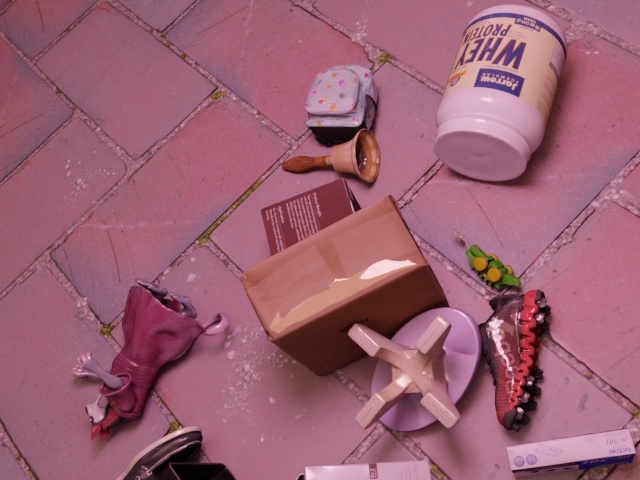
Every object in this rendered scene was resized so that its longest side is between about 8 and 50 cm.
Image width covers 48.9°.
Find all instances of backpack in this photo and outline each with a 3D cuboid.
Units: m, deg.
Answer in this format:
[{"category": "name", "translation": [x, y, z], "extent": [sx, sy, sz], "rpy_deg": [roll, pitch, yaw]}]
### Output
[{"category": "backpack", "translation": [0.054, -0.345, 1.728], "extent": [0.166, 0.144, 0.188], "rpy_deg": [3, 59, 27]}]

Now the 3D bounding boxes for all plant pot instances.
[{"category": "plant pot", "translation": [-0.240, 0.557, 1.360], "extent": [0.167, 0.187, 0.188], "rpy_deg": [-49, 59, 5]}]

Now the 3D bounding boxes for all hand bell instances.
[{"category": "hand bell", "translation": [0.008, -0.193, 1.702], "extent": [0.242, 0.126, 0.126], "rpy_deg": [-2, 63, 31]}]

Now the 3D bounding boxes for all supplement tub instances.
[{"category": "supplement tub", "translation": [0.388, -0.317, 1.536], "extent": [0.236, 0.235, 0.324], "rpy_deg": [12, 69, 24]}]

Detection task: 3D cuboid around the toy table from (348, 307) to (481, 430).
[{"category": "toy table", "translation": [0.175, 0.248, 1.317], "extent": [0.252, 0.161, 0.274], "rpy_deg": [29, 99, 27]}]

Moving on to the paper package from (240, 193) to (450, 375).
[{"category": "paper package", "translation": [0.062, 0.104, 1.396], "extent": [0.325, 0.309, 0.168], "rpy_deg": [-28, 60, 5]}]

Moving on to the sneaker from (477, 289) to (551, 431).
[{"category": "sneaker", "translation": [0.358, 0.224, 1.356], "extent": [0.135, 0.097, 0.275], "rpy_deg": [3, 68, 27]}]

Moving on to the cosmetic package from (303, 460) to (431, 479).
[{"category": "cosmetic package", "translation": [0.086, 0.474, 1.294], "extent": [0.231, 0.085, 0.117], "rpy_deg": [-2, 61, -5]}]

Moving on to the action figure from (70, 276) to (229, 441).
[{"category": "action figure", "translation": [-0.409, 0.283, 1.590], "extent": [0.276, 0.248, 0.370], "rpy_deg": [22, 84, -16]}]

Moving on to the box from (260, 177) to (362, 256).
[{"category": "box", "translation": [0.000, 0.000, 1.554], "extent": [0.203, 0.167, 0.168], "rpy_deg": [-19, 59, 10]}]

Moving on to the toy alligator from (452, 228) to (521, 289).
[{"category": "toy alligator", "translation": [0.338, 0.050, 1.479], "extent": [0.190, 0.056, 0.051], "rpy_deg": [43, 124, 31]}]

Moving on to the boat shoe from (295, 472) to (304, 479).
[{"category": "boat shoe", "translation": [-0.026, 0.556, 1.336], "extent": [0.083, 0.076, 0.226], "rpy_deg": [-17, 60, 11]}]

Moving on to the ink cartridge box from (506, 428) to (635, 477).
[{"category": "ink cartridge box", "translation": [0.440, 0.378, 1.245], "extent": [0.207, 0.097, 0.046], "rpy_deg": [-13, 61, 14]}]

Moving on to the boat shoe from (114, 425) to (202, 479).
[{"category": "boat shoe", "translation": [-0.362, 0.519, 1.447], "extent": [0.340, 0.127, 0.113], "rpy_deg": [-37, 59, 1]}]
